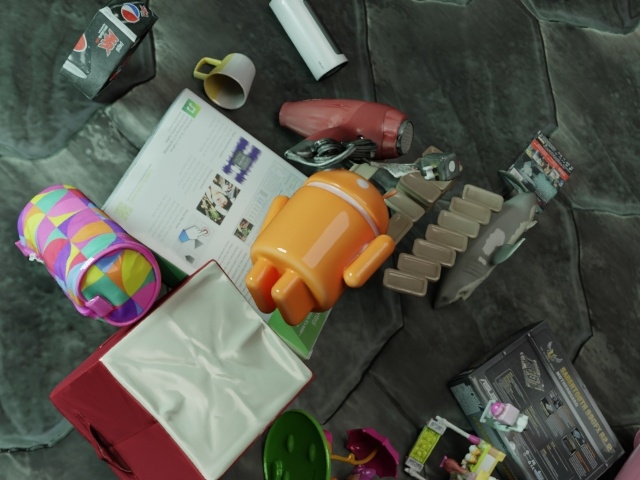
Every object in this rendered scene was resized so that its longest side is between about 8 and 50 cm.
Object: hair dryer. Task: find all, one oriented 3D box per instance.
[{"bbox_3d":[0.030,-0.146,1.424,0.224,0.293,0.080,6,102,-27],"label":"hair dryer"}]

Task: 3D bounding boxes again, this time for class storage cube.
[{"bbox_3d":[-0.159,0.164,1.236,0.183,0.193,0.215,50,56,-4],"label":"storage cube"}]

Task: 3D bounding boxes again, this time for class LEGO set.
[{"bbox_3d":[0.158,0.330,1.404,0.107,0.132,0.287,32,64,-6],"label":"LEGO set"}]

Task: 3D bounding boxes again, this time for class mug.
[{"bbox_3d":[-0.125,-0.229,1.490,0.078,0.062,0.064,41,48,-18],"label":"mug"}]

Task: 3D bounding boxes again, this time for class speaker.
[{"bbox_3d":[-0.018,-0.303,1.582,0.055,0.055,0.136,-31,88,-35],"label":"speaker"}]

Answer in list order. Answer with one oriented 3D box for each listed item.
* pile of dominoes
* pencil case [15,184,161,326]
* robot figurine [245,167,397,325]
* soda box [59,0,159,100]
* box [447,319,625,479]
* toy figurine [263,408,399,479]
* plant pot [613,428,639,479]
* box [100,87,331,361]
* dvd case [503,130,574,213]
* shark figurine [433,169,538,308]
[{"bbox_3d":[0.111,-0.030,1.484,0.196,0.040,0.251,37,57,12],"label":"pile of dominoes"},{"bbox_3d":[-0.262,0.015,1.208,0.104,0.236,0.104,-11,111,-28],"label":"pencil case"},{"bbox_3d":[-0.002,-0.001,1.342,0.128,0.158,0.219,45,66,-14],"label":"robot figurine"},{"bbox_3d":[-0.264,-0.241,1.345,0.060,0.169,0.053,42,56,-10],"label":"soda box"},{"bbox_3d":[0.310,0.255,1.554,0.183,0.056,0.231,-30,88,-36],"label":"box"},{"bbox_3d":[0.027,0.296,1.355,0.159,0.130,0.173,6,90,-38],"label":"toy figurine"},{"bbox_3d":[0.498,0.361,1.528,0.180,0.201,0.201,-32,89,-27],"label":"plant pot"},{"bbox_3d":[-0.108,-0.016,1.420,0.322,0.058,0.232,36,57,-12],"label":"box"},{"bbox_3d":[0.353,-0.110,1.747,0.087,0.013,0.119,46,55,-7],"label":"dvd case"},{"bbox_3d":[0.250,-0.038,1.576,0.116,0.166,0.278,42,55,2],"label":"shark figurine"}]
